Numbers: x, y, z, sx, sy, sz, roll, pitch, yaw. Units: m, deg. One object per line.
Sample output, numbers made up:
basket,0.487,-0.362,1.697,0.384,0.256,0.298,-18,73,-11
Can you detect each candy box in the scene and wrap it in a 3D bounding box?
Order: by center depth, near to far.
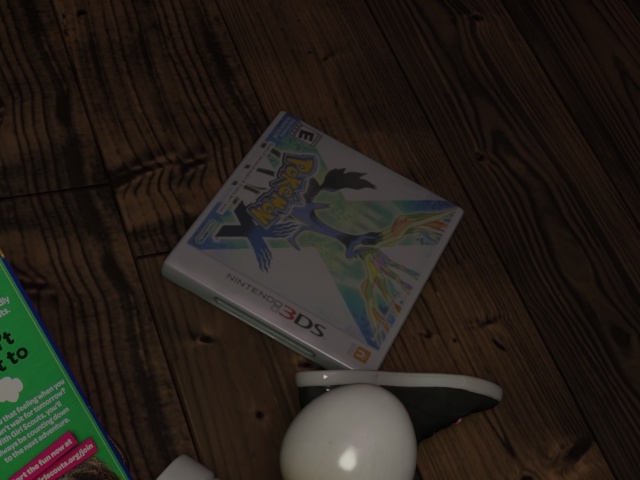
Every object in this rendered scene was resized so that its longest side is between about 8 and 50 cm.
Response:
candy box,-0.315,0.177,1.009,0.122,0.268,0.317,-36,103,-36

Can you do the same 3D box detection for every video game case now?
video game case,0.000,0.000,1.457,0.300,0.036,0.329,29,51,5

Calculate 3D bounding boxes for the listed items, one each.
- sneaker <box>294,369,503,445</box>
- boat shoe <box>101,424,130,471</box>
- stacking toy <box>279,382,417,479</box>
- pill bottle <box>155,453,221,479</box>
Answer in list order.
sneaker,0.096,0.227,1.290,0.296,0.105,0.146,6,80,-35
boat shoe,-0.294,0.198,1.198,0.207,0.073,0.073,34,51,7
stacking toy,-0.050,0.338,0.899,0.351,0.350,0.480,30,79,6
pill bottle,-0.062,0.349,1.100,0.283,0.160,0.160,33,52,9
